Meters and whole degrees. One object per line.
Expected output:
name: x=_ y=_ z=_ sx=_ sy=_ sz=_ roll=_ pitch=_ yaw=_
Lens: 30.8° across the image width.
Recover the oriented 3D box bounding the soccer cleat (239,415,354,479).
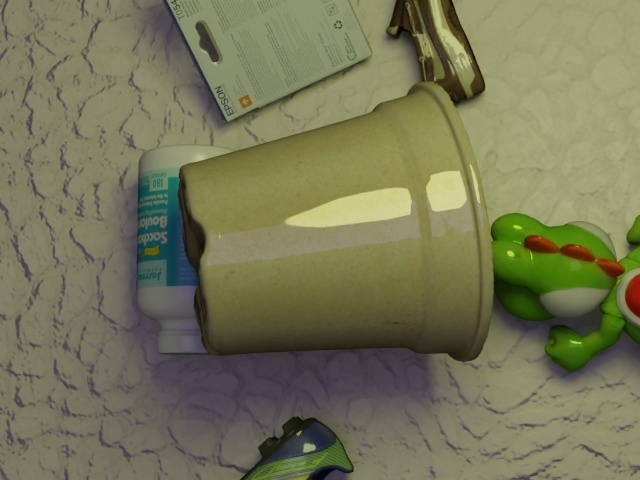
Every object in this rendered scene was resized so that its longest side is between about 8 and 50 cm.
soccer cleat: x=-0.080 y=0.351 z=1.478 sx=0.289 sy=0.093 sz=0.121 roll=-45 pitch=80 yaw=1

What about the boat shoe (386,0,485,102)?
boat shoe: x=0.128 y=-0.298 z=1.529 sx=0.095 sy=0.095 sz=0.257 roll=-23 pitch=80 yaw=12

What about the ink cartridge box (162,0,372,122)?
ink cartridge box: x=-0.075 y=-0.300 z=1.539 sx=0.224 sy=0.045 sz=0.223 roll=-24 pitch=108 yaw=4

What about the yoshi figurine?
yoshi figurine: x=0.362 y=0.069 z=1.426 sx=0.362 sy=0.203 sz=0.203 roll=23 pitch=128 yaw=-2

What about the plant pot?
plant pot: x=0.000 y=0.000 z=1.346 sx=0.306 sy=0.334 sz=0.333 roll=-9 pitch=81 yaw=-10

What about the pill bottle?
pill bottle: x=-0.166 y=0.016 z=1.509 sx=0.146 sy=0.146 sz=0.264 roll=-2 pitch=82 yaw=10
